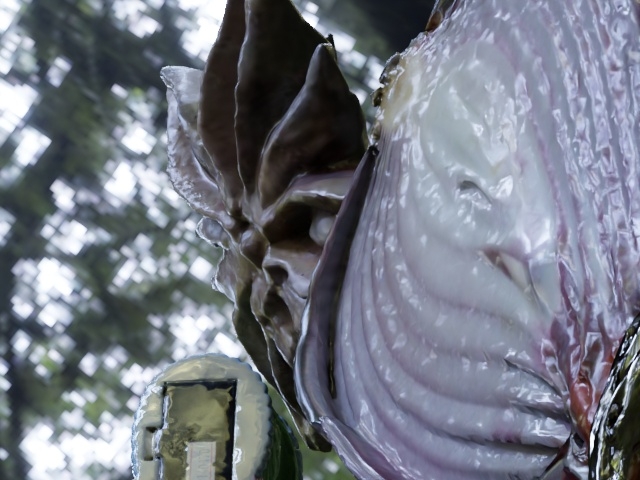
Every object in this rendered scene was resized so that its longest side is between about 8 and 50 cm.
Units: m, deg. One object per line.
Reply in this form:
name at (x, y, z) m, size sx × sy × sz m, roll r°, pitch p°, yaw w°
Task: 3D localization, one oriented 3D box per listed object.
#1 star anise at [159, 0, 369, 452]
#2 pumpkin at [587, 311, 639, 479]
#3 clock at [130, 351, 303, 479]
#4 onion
star anise at (-0.001, -0.001, 1.197) m, size 0.109 × 0.349 × 0.292 m, roll -23°, pitch -31°, yaw -18°
pumpkin at (0.148, 0.093, 0.469) m, size 0.238 × 0.159 × 0.238 m, roll 26°, pitch -119°, yaw -61°
clock at (-0.055, 0.187, 1.188) m, size 0.195 × 0.100 × 0.194 m, roll 76°, pitch -165°, yaw -56°
onion at (0.128, 0.027, 0.808) m, size 0.159 × 0.349 × 0.267 m, roll 18°, pitch -66°, yaw -23°
